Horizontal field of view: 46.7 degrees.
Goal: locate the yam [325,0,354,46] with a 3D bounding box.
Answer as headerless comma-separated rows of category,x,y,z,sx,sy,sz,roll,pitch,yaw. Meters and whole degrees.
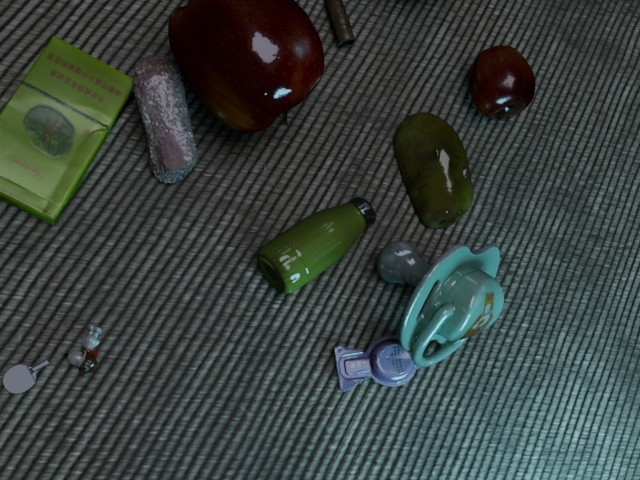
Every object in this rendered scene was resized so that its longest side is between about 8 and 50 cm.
yam,0.022,-0.607,1.731,0.045,0.045,0.327,-15,78,9

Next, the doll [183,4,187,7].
doll,-0.199,-0.534,1.612,0.245,0.076,0.142,-35,88,-29

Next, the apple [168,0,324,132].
apple,-0.143,-0.372,1.470,0.288,0.288,0.317,-42,96,-25

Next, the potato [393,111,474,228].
potato,0.271,-0.172,1.664,0.160,0.111,0.272,-13,79,-21

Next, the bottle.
bottle,0.000,0.000,1.513,0.260,0.112,0.112,-34,88,-25

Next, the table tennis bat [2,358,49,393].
table tennis bat,-0.520,0.237,1.312,0.083,0.007,0.050,-33,88,-23

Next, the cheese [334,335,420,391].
cheese,0.122,0.251,1.525,0.190,0.042,0.105,-3,75,-20

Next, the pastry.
pastry,-0.306,-0.250,1.460,0.102,0.112,0.265,-13,85,-13

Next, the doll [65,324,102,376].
doll,-0.420,0.200,1.345,0.058,0.040,0.085,35,66,3

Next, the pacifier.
pacifier,0.224,0.103,1.528,0.343,0.269,0.288,6,112,-53

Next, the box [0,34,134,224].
box,-0.512,-0.215,1.422,0.187,0.047,0.335,28,67,-11

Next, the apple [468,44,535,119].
apple,0.429,-0.382,1.764,0.155,0.147,0.158,-13,78,-1
